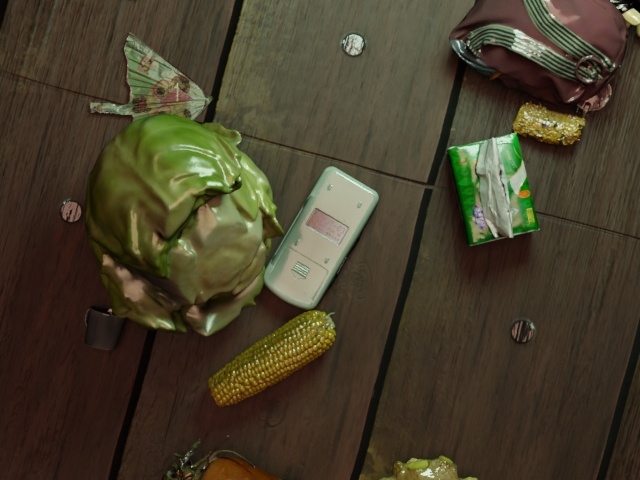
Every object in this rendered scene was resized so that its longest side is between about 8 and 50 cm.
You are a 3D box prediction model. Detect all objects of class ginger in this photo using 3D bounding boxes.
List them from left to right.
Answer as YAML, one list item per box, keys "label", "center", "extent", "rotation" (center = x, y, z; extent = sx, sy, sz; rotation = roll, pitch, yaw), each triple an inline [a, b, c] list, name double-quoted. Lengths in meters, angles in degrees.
- label: "ginger"
  center: [0.220, 0.521, 1.887]
  extent: [0.216, 0.102, 0.157]
  rotation: [-14, 95, 2]

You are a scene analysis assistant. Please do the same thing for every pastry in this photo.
- label: "pastry"
  center: [0.477, -0.240, 1.914]
  extent: [0.140, 0.056, 0.080]
  rotation: [22, 84, 12]

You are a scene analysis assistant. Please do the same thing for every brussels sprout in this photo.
- label: "brussels sprout"
  center: [-0.292, -0.049, 1.810]
  extent: [0.361, 0.342, 0.426]
  rotation: [43, 129, 38]

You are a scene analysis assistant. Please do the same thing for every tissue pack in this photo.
- label: "tissue pack"
  center: [0.352, -0.104, 1.867]
  extent: [0.147, 0.156, 0.209]
  rotation: [-12, 90, 4]

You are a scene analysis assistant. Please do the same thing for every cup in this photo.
- label: "cup"
  center: [-0.466, 0.182, 1.940]
  extent: [0.100, 0.078, 0.077]
  rotation: [19, 95, 36]

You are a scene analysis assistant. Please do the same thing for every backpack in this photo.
- label: "backpack"
  center: [0.454, -0.413, 1.839]
  extent: [0.317, 0.197, 0.283]
  rotation: [40, 117, 4]

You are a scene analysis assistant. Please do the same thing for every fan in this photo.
- label: "fan"
  center: [0.566, -0.292, 1.935]
  extent: [0.085, 0.005, 0.133]
  rotation: [17, 89, 2]

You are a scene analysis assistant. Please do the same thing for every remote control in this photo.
- label: "remote control"
  center: [0.000, 0.000, 1.928]
  extent: [0.140, 0.056, 0.296]
  rotation: [30, 92, 4]

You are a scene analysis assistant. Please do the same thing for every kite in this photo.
- label: "kite"
  center: [-0.363, -0.295, 1.969]
  extent: [0.267, 0.013, 0.323]
  rotation: [-6, 87, 1]

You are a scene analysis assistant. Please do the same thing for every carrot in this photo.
- label: "carrot"
  center: [-0.176, 0.540, 1.853]
  extent: [0.331, 0.193, 0.214]
  rotation: [22, 130, 6]

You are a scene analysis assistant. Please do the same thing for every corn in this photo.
- label: "corn"
  center: [-0.094, 0.244, 1.904]
  extent: [0.310, 0.101, 0.101]
  rotation: [-33, 88, 0]

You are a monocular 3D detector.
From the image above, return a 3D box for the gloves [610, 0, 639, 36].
- label: "gloves"
  center: [0.626, -0.506, 1.874]
  extent: [0.203, 0.164, 0.124]
  rotation: [34, 134, -5]
